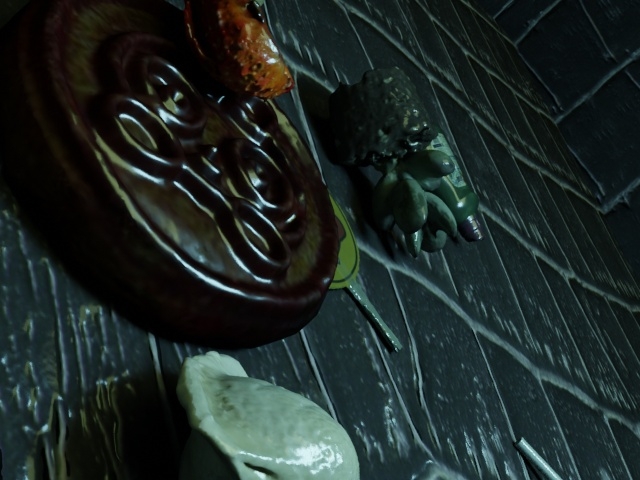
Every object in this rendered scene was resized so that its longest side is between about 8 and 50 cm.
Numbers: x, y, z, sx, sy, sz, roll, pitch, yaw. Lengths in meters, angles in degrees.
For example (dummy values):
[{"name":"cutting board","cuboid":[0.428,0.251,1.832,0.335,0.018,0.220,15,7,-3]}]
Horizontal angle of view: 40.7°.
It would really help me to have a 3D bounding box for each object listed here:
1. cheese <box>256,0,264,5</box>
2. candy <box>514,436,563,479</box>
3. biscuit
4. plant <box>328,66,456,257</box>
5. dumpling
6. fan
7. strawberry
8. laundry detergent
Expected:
[{"name":"cheese","cuboid":[-0.145,-0.376,1.219,0.097,0.037,0.192,57,24,5]},{"name":"candy","cuboid":[0.406,0.413,1.219,0.365,0.124,0.124,47,25,0]},{"name":"biscuit","cuboid":[-0.124,-0.087,0.842,0.407,0.091,0.407,39,29,-27]},{"name":"plant","cuboid":[0.115,-0.111,1.243,0.146,0.149,0.275,13,51,-55]},{"name":"dumpling","cuboid":[-0.050,0.156,0.665,0.215,0.126,0.166,20,27,-47]},{"name":"fan","cuboid":[-0.001,0.001,1.060,0.335,0.011,0.229,55,25,0]},{"name":"strawberry","cuboid":[-0.095,-0.213,0.883,0.188,0.082,0.121,59,1,35]},{"name":"laundry detergent","cuboid":[0.221,-0.094,1.493,0.222,0.078,0.144,59,21,7]}]
